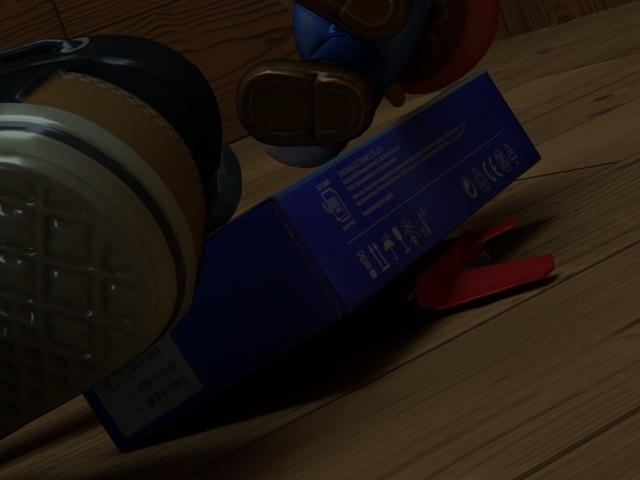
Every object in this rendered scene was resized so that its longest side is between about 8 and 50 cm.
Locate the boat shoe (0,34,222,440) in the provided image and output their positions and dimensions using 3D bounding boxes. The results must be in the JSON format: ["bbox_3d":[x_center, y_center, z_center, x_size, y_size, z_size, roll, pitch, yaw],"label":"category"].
[{"bbox_3d":[-0.233,0.037,1.009,0.500,0.187,0.156,-27,23,37],"label":"boat shoe"}]

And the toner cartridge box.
[{"bbox_3d":[0.000,0.000,1.151,0.165,0.075,0.348,-31,2,27],"label":"toner cartridge box"}]

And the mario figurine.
[{"bbox_3d":[0.003,-0.147,1.264,0.198,0.170,0.320,-34,2,15],"label":"mario figurine"}]

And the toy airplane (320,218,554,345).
[{"bbox_3d":[0.072,0.019,1.115,0.151,0.028,0.151,-22,7,3],"label":"toy airplane"}]

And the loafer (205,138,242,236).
[{"bbox_3d":[-0.158,0.007,1.158,0.268,0.102,0.092,-39,-8,-20],"label":"loafer"}]
